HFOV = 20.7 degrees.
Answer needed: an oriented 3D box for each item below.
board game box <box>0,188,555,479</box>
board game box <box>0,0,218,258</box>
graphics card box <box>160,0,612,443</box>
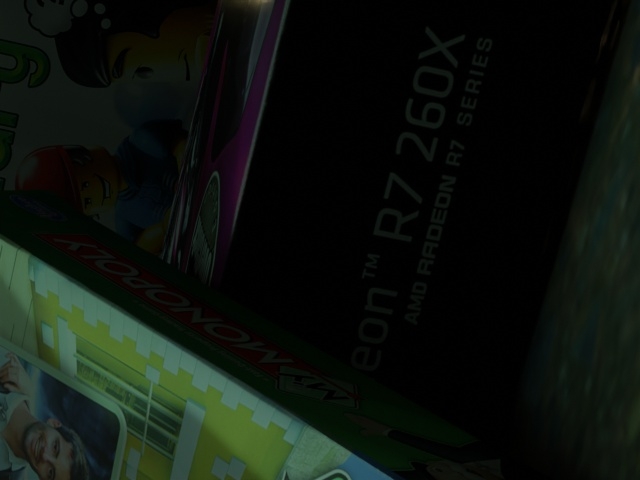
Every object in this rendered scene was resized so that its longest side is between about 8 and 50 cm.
[{"bbox_3d":[-0.058,0.170,0.462,0.213,0.046,0.317,27,109,40],"label":"board game box"},{"bbox_3d":[-0.098,0.024,0.838,0.053,0.193,0.305,-123,46,-79],"label":"board game box"},{"bbox_3d":[0.000,0.000,0.576,0.233,0.094,0.371,-106,31,-73],"label":"graphics card box"}]
